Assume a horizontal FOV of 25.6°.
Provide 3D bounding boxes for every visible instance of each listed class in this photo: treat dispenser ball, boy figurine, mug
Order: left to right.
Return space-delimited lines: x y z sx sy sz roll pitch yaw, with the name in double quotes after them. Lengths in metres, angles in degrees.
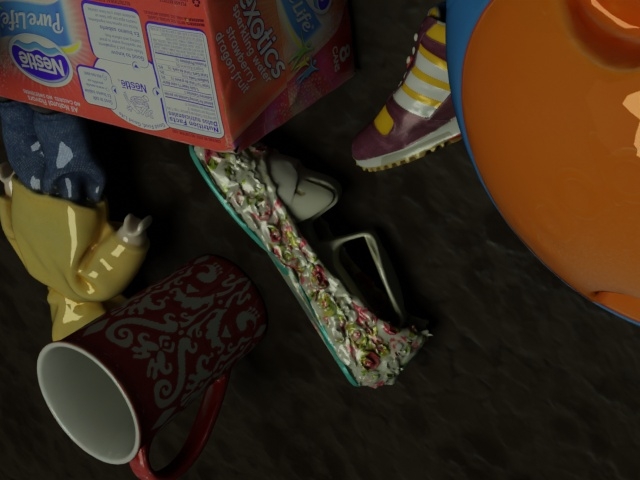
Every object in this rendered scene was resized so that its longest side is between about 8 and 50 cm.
-0.207 -0.014 1.215 0.177 0.092 0.285 14 127 36 "boy figurine"
-0.133 0.104 1.167 0.113 0.169 0.150 28 134 26 "mug"
0.199 -0.093 0.625 0.288 0.288 0.288 24 132 30 "treat dispenser ball"

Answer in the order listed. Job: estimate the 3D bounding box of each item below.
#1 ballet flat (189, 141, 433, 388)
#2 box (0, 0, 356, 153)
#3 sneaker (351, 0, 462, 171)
0.000 0.000 1.054 0.077 0.091 0.241 -33 98 19 "ballet flat"
-0.137 -0.179 0.993 0.300 0.142 0.154 15 127 36 "box"
0.082 -0.107 0.904 0.185 0.069 0.084 -23 91 43 "sneaker"
